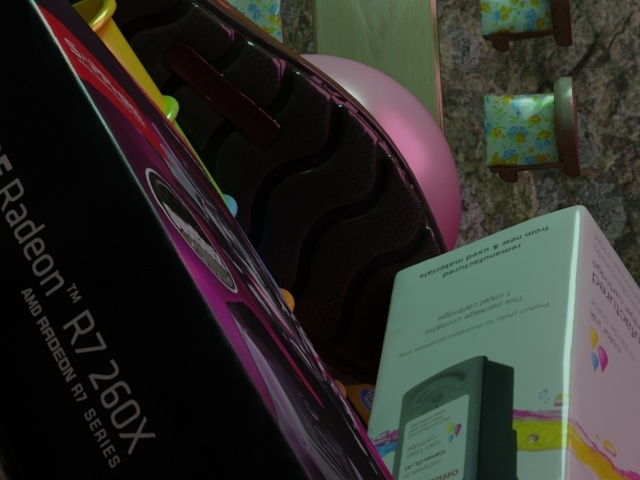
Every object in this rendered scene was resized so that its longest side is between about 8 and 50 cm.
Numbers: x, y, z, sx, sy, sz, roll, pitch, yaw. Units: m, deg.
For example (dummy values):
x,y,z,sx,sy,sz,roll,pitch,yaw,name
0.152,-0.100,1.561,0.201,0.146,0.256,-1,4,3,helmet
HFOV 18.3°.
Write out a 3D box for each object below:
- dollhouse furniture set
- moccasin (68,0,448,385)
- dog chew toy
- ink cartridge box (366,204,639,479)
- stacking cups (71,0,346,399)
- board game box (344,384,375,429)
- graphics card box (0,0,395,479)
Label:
x,y,z,sx,sy,sz,roll,pitch,yaw,name
0.053,-0.083,1.807,0.256,0.362,0.394,52,34,-75,dollhouse furniture set
-0.075,-0.057,1.160,0.380,0.139,0.147,37,-12,-10,moccasin
0.000,0.000,1.436,0.206,0.207,0.332,57,-5,17,dog chew toy
0.126,0.167,1.032,0.226,0.131,0.306,53,28,-29,ink cartridge box
-0.061,0.025,1.052,0.316,0.096,0.096,56,3,-18,stacking cups
0.008,0.063,2.114,0.316,0.064,0.242,56,3,9,board game box
-0.059,0.051,0.782,0.371,0.094,0.233,59,4,33,graphics card box
